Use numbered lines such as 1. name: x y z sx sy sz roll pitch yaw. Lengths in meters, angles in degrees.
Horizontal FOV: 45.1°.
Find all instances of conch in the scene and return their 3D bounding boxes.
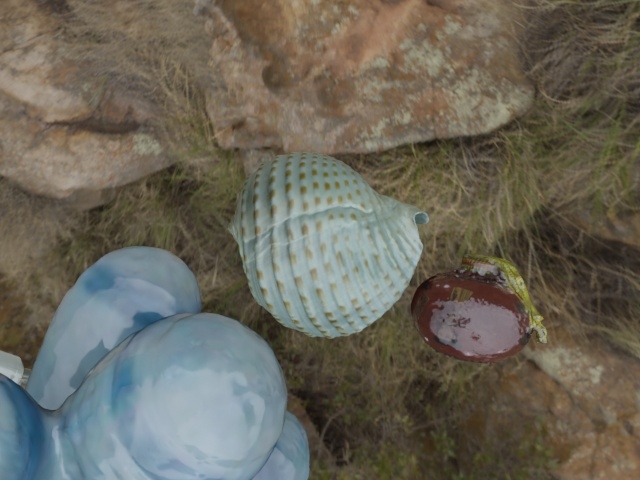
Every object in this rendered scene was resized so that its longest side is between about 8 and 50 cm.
1. conch: -0.013 -0.003 1.233 0.319 0.303 0.215 -8 161 40

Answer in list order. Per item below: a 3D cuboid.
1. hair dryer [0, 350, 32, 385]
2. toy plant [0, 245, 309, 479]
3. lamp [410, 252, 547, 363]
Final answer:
1. hair dryer: -0.511 0.146 1.063 0.107 0.173 0.357 -16 147 32
2. toy plant: -0.137 0.135 0.425 0.247 0.247 0.332 39 124 -19
3. lamp: 0.197 0.084 0.990 0.157 0.156 0.135 5 95 -32
